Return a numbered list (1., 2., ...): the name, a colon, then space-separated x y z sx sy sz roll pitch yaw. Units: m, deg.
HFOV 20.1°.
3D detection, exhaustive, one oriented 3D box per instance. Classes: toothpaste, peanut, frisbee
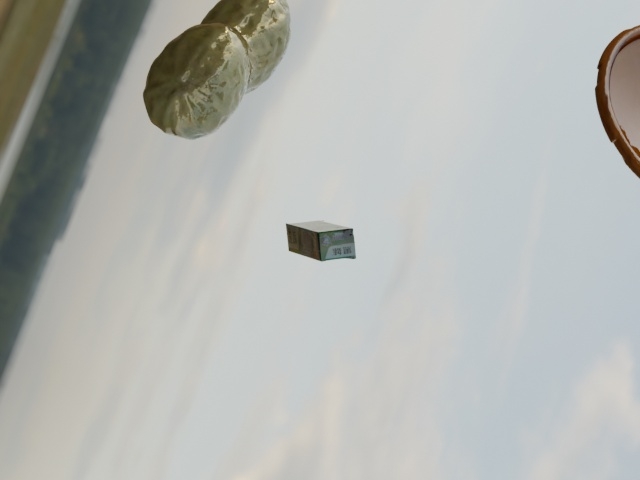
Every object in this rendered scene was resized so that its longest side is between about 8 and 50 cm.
1. toothpaste: 0.000 0.000 0.949 0.083 0.020 0.017 -166 -110 -77
2. peanut: -0.079 -0.148 1.458 0.187 0.082 0.082 -48 171 -50
3. frisbee: 0.313 -0.100 1.536 0.035 0.192 0.192 -47 -157 54
